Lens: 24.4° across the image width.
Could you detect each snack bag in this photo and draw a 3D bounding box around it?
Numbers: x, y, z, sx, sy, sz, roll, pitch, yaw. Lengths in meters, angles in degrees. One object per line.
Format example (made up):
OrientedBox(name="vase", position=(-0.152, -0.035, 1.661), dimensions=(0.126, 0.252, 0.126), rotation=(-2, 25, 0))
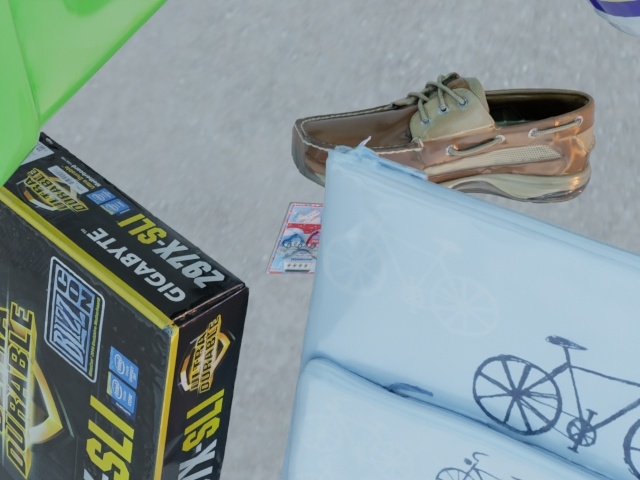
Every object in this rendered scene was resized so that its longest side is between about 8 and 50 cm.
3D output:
OrientedBox(name="snack bag", position=(0.122, 0.133, 0.983), dimensions=(0.323, 0.037, 0.342), rotation=(21, 119, 22))

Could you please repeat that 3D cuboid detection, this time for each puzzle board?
OrientedBox(name="puzzle board", position=(0.000, 0.000, 1.797), dimensions=(0.011, 0.128, 0.096), rotation=(41, 119, 43))

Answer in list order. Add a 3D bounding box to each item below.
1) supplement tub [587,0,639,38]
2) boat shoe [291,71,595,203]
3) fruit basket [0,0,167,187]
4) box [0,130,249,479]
OrientedBox(name="supplement tub", position=(0.186, -0.312, 0.897), dimensions=(0.241, 0.241, 0.331), rotation=(-35, 118, 19))
OrientedBox(name="boat shoe", position=(0.131, -0.114, 1.498), dimensions=(0.324, 0.122, 0.120), rotation=(-1, 123, -20))
OrientedBox(name="fruit basket", position=(-0.270, -0.156, 0.609), dimensions=(0.392, 0.392, 0.283), rotation=(4, 134, 9))
OrientedBox(name="box", position=(-0.182, 0.099, 1.071), dimensions=(0.257, 0.079, 0.322), rotation=(34, 133, 26))
